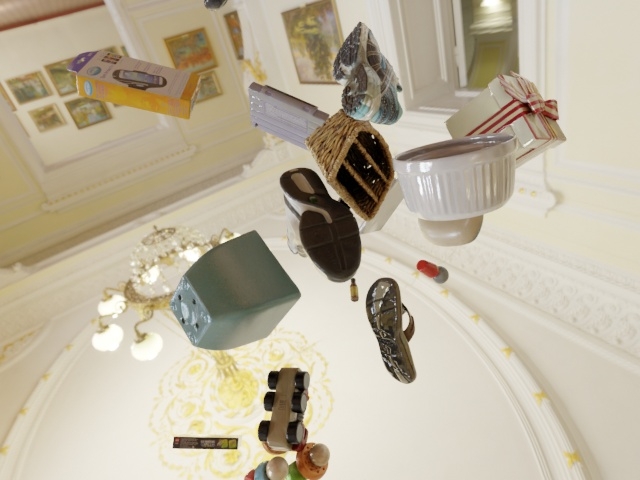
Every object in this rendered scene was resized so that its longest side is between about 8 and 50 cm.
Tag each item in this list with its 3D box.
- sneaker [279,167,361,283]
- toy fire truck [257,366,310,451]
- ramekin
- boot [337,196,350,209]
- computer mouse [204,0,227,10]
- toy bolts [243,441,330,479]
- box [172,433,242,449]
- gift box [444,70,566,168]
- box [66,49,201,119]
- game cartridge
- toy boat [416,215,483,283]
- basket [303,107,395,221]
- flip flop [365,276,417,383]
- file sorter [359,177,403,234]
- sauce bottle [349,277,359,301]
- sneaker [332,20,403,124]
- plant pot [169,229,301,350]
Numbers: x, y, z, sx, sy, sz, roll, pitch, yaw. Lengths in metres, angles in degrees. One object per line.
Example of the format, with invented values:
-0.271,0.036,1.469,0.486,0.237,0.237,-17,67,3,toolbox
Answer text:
0.001,-0.001,1.267,0.169,0.258,0.448,-16,-131,-12,sneaker
-0.091,0.524,1.251,0.158,0.246,0.217,-6,-128,18,toy fire truck
0.237,-0.112,0.727,0.207,0.109,0.207,-12,-162,4,ramekin
0.116,-0.167,1.543,0.219,0.082,0.106,-60,-168,7,boot
-0.292,-0.830,1.317,0.242,0.071,0.041,-38,-125,33,computer mouse
-0.103,0.610,1.177,0.228,0.158,0.218,-12,-126,-49,toy bolts
-0.370,0.665,1.369,0.206,0.114,0.036,3,-111,-3,box
0.570,-0.369,1.288,0.255,0.277,0.258,-17,168,-42,gift box
-0.216,-0.186,0.488,0.136,0.028,0.081,8,-139,-12,box
-0.134,-0.511,1.743,0.354,0.230,0.068,26,-122,8,game cartridge
0.458,-0.003,1.522,0.267,0.148,0.318,17,-97,56,toy boat
0.129,-0.240,1.313,0.213,0.299,0.223,-36,-129,11,basket
0.183,0.209,0.977,0.080,0.277,0.112,-26,-163,-29,flip flop
0.222,-0.189,1.729,0.173,0.278,0.192,45,-150,22,file sorter
0.160,0.232,1.966,0.042,0.042,0.128,-10,-137,11,sauce bottle
0.104,-0.344,0.877,0.110,0.122,0.283,-43,-140,45,sneaker
-0.257,0.157,1.139,0.252,0.247,0.248,-17,-118,-49,plant pot
